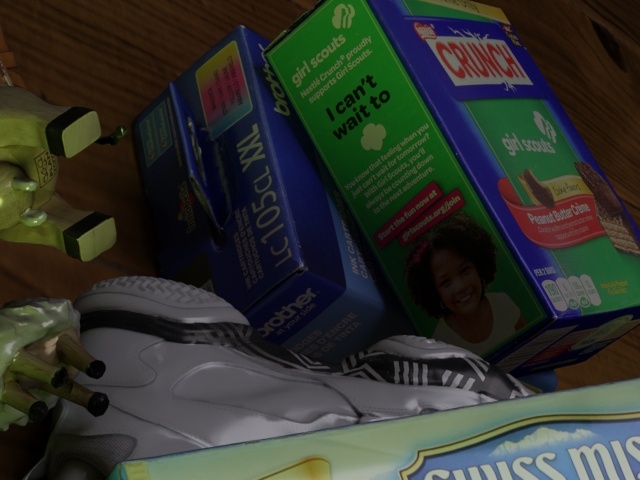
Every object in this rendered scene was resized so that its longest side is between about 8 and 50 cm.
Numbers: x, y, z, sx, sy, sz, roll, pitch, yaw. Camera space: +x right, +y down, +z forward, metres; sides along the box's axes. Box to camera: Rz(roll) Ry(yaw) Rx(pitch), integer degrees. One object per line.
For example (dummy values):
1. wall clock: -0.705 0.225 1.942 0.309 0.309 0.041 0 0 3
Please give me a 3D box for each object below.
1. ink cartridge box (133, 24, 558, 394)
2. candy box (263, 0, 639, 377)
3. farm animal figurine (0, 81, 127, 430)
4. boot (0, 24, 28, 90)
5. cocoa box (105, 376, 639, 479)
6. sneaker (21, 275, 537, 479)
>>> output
1. ink cartridge box: 0.000 0.000 1.308 0.395 0.151 0.270 24 38 -41
2. candy box: 0.129 -0.051 1.270 0.268 0.122 0.317 -3 59 -58
3. farm animal figurine: -0.261 -0.028 0.830 0.172 0.330 0.327 19 21 34
4. boot: -0.260 -0.152 1.173 0.152 0.073 0.197 51 34 -7
5. cocoa box: 0.051 0.228 0.802 0.347 0.231 0.228 -6 64 -26
6. sneaker: -0.017 0.159 1.003 0.366 0.137 0.210 16 40 1
